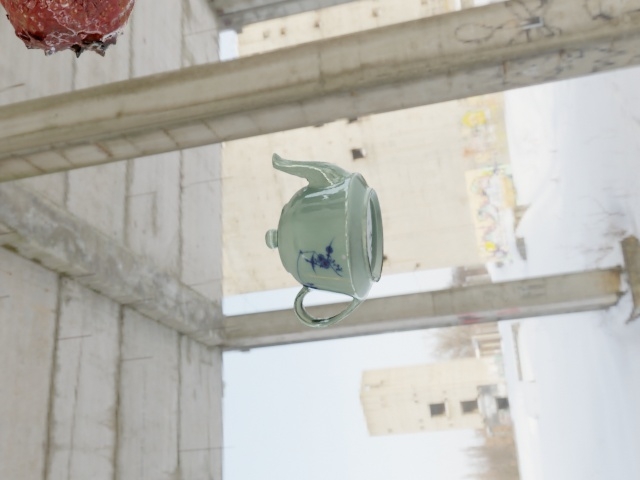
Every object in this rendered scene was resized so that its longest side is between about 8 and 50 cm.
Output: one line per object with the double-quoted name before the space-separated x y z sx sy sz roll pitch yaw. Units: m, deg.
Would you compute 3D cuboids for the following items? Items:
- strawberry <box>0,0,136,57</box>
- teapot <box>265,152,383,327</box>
"strawberry" -0.442 -0.484 1.267 0.250 0.238 0.289 52 145 39
"teapot" 0.000 0.000 0.918 0.159 0.158 0.232 -56 -39 -71
